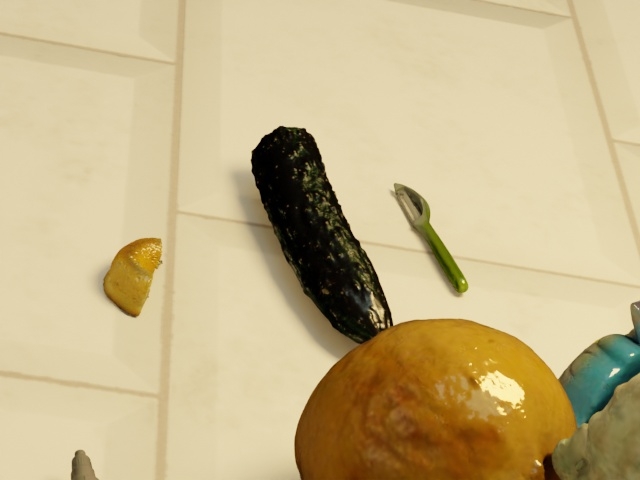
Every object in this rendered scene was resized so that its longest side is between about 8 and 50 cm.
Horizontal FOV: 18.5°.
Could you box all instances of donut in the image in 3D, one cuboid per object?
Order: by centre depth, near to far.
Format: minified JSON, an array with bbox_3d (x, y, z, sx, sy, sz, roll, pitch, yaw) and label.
[{"bbox_3d":[-0.165,0.027,1.828,0.067,0.038,0.083,33,39,29],"label":"donut"}]

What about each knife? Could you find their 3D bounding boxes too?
[{"bbox_3d":[0.113,-0.006,1.998,0.026,0.022,0.184,-22,42,-5],"label":"knife"}]

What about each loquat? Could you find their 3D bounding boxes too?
[{"bbox_3d":[0.092,0.171,1.559,0.193,0.238,0.238,-6,38,-42],"label":"loquat"}]

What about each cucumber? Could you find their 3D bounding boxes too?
[{"bbox_3d":[0.000,0.000,1.900,0.081,0.072,0.303,2,37,-20],"label":"cucumber"}]

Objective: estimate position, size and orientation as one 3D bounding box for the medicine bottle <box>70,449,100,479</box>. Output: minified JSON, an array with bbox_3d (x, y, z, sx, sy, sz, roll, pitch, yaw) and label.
[{"bbox_3d":[-0.176,0.230,1.516,0.058,0.057,0.199,5,35,-15],"label":"medicine bottle"}]

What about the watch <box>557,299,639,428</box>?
[{"bbox_3d":[0.351,0.179,1.670,0.305,0.241,0.274,-12,56,-33],"label":"watch"}]

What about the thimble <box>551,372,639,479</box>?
[{"bbox_3d":[0.329,0.150,1.422,0.291,0.291,0.195,-24,69,-43],"label":"thimble"}]
